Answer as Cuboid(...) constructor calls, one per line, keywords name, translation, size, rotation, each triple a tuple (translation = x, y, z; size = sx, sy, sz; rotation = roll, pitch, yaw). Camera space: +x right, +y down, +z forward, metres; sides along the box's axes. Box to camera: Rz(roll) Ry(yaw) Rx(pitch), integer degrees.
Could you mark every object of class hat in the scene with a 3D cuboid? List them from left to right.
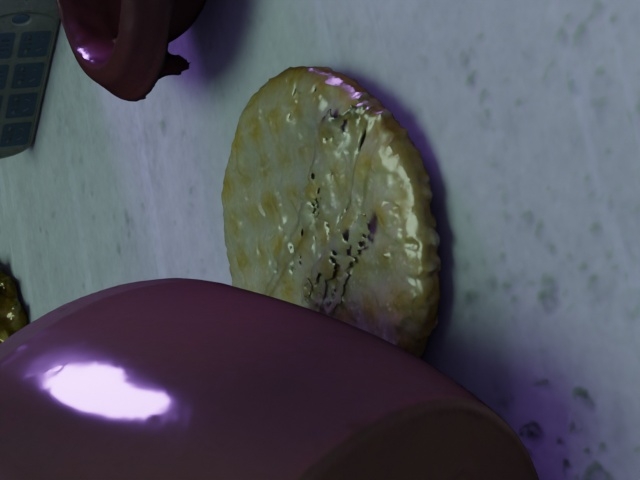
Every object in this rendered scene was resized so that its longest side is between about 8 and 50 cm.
Cuboid(name="hat", translation=(-0.123, -0.200, 0.840), size=(0.205, 0.089, 0.205), rotation=(29, 123, 56))

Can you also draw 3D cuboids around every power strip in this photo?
Cuboid(name="power strip", translation=(-0.286, -0.159, 1.113), size=(0.029, 0.080, 0.226), rotation=(56, 139, 33))

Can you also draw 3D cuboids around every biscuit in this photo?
Cuboid(name="biscuit", translation=(-0.001, 0.000, 0.731), size=(0.220, 0.033, 0.219), rotation=(18, 112, 54))

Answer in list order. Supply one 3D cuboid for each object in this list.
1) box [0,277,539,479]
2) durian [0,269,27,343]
Cuboid(name="box", translation=(-0.034, 0.178, 0.596), size=(0.216, 0.301, 0.300), rotation=(11, 105, 45))
Cuboid(name="durian", translation=(-0.394, 0.141, 1.241), size=(0.185, 0.196, 0.305), rotation=(-55, 48, 38))
